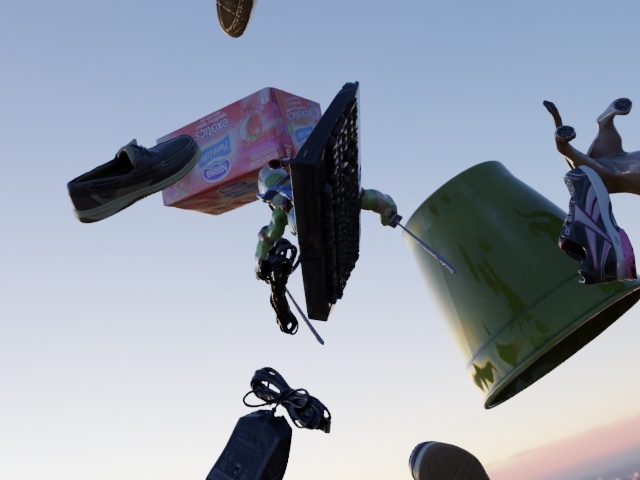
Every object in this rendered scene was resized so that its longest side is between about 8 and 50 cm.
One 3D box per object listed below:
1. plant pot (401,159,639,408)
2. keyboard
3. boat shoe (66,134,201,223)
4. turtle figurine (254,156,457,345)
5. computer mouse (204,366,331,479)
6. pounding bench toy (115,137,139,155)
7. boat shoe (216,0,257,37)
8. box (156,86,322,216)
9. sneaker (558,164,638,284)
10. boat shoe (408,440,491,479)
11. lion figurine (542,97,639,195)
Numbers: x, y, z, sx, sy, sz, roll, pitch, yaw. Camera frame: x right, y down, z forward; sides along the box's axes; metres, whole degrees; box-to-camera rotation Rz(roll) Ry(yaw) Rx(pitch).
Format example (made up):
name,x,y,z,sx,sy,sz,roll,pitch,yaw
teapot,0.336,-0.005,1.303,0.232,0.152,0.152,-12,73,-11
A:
name,x,y,z,sx,sy,sz,roll,pitch,yaw
plant pot,0.338,0.057,1.763,0.366,0.353,0.366,-32,-19,-13
keyboard,0.000,0.000,0.992,0.202,0.033,0.317,-58,-19,-25
boat shoe,-0.274,-0.106,1.435,0.223,0.080,0.073,-35,-51,-27
turtle figurine,0.002,-0.012,1.349,0.274,0.266,0.198,33,-73,-20
computer mouse,-0.094,0.351,1.525,0.188,0.272,0.072,23,-11,48
pounding bench toy,-0.334,-0.132,1.791,0.052,0.083,0.065,-37,-44,18
boat shoe,-0.097,-0.357,1.307,0.059,0.063,0.170,-37,-30,-48
box,-0.148,-0.159,1.807,0.300,0.142,0.154,-19,-17,34
sneaker,0.333,-0.019,1.219,0.077,0.178,0.072,-17,-43,6
boat shoe,0.209,0.375,1.460,0.092,0.103,0.285,11,-20,48
lion figurine,0.560,-0.110,1.639,0.142,0.392,0.240,-54,-28,-18
